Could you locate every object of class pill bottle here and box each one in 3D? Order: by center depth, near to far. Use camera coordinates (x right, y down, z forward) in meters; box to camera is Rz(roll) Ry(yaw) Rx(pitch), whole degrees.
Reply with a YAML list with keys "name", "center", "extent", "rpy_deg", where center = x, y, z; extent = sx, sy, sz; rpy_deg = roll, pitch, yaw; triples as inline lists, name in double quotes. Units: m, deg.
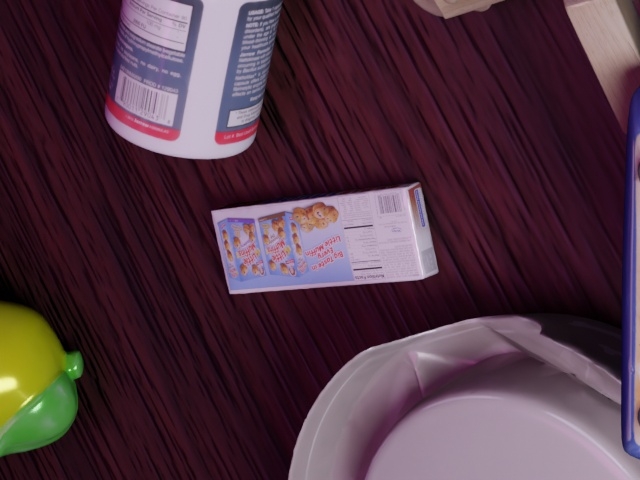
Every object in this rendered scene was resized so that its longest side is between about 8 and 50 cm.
- name: "pill bottle"
  center: [-0.081, -0.156, 1.270]
  extent: [0.108, 0.108, 0.180]
  rpy_deg: [29, 120, 29]

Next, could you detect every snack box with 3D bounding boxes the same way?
- name: "snack box"
  center: [0.000, 0.000, 1.309]
  extent: [0.178, 0.022, 0.064]
  rpy_deg: [-6, 101, 40]

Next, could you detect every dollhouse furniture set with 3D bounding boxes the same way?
- name: "dollhouse furniture set"
  center: [0.109, -0.130, 1.029]
  extent: [0.123, 0.144, 0.151]
  rpy_deg: [-16, 54, 17]

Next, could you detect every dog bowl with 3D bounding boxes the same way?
- name: "dog bowl"
  center: [0.144, 0.205, 1.205]
  extent: [0.349, 0.102, 0.349]
  rpy_deg: [13, 112, 35]

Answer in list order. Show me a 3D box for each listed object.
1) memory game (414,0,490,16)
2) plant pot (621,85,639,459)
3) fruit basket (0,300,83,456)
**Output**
- name: "memory game"
  center: [0.037, -0.206, 1.154]
  extent: [0.186, 0.012, 0.186]
  rpy_deg: [32, 159, 14]
- name: "plant pot"
  center: [0.279, 0.016, 0.965]
  extent: [0.236, 0.212, 0.236]
  rpy_deg: [11, 110, 35]
- name: "fruit basket"
  center: [-0.391, 0.122, 1.506]
  extent: [0.392, 0.392, 0.283]
  rpy_deg: [46, 127, 19]
